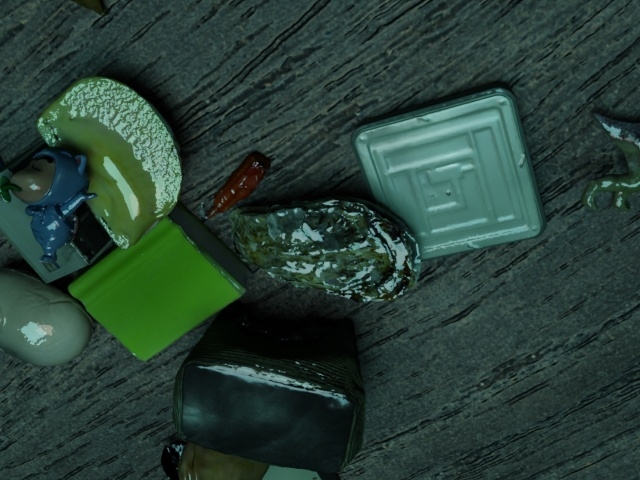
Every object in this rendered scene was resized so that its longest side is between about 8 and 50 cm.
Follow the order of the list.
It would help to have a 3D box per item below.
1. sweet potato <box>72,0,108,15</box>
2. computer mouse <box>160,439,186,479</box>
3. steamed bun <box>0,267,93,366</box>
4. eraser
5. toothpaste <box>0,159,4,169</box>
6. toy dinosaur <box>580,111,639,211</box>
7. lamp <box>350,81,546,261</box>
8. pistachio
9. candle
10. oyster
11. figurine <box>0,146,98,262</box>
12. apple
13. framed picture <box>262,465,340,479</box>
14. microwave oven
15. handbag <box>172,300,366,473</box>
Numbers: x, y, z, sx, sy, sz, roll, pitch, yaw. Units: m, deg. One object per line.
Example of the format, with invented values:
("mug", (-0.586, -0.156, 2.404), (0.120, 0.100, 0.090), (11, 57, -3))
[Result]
("sweet potato", (-0.417, -0.442, 1.171), (0.074, 0.075, 0.269), (-33, 109, 23))
("computer mouse", (-0.240, 0.509, 1.645), (0.146, 0.078, 0.242), (-33, 109, 21))
("steamed bun", (-0.542, 0.150, 1.455), (0.228, 0.131, 0.177), (31, 145, 0))
("eraser", (-0.291, 0.074, 1.426), (0.274, 0.092, 0.210), (-36, 107, 25))
("toothpaste", (-0.609, -0.159, 1.366), (0.065, 0.050, 0.267), (-8, 116, 15))
("toy dinosaur", (0.533, -0.099, 1.225), (0.294, 0.077, 0.162), (16, 116, -17))
("lamp", (0.210, -0.099, 1.282), (0.266, 0.047, 0.269), (-13, 117, 19))
("pistachio", (-0.181, 0.422, 1.506), (0.162, 0.260, 0.213), (-18, 106, 27))
("candle", (-0.149, -0.086, 1.341), (0.162, 0.048, 0.053), (-43, 76, 27))
("oyster", (-0.005, 0.002, 1.308), (0.350, 0.158, 0.162), (14, 81, 17))
("figurine", (-0.427, -0.056, 1.201), (0.144, 0.114, 0.178), (3, 92, -37))
("apple", (-0.317, -0.145, 1.292), (0.193, 0.120, 0.265), (-29, 103, 15))
("framed picture", (-0.114, 0.556, 1.703), (0.346, 0.016, 0.265), (-21, 113, 19))
("microwave oven", (-0.461, -0.054, 1.347), (0.163, 0.129, 0.205), (-19, 116, 37))
("handbag", (-0.079, 0.254, 1.408), (0.340, 0.240, 0.247), (10, 121, 3))
